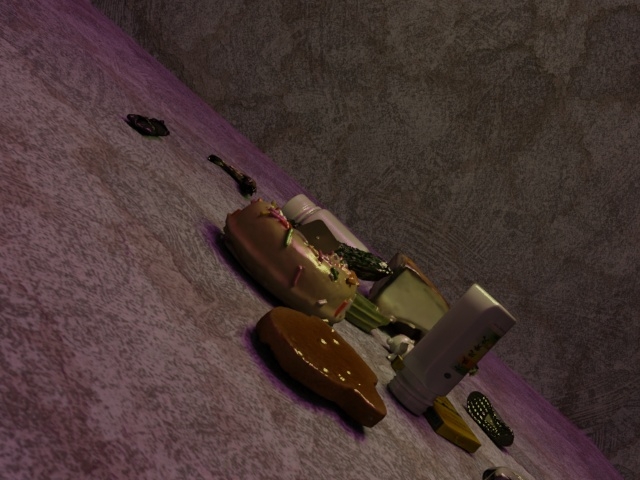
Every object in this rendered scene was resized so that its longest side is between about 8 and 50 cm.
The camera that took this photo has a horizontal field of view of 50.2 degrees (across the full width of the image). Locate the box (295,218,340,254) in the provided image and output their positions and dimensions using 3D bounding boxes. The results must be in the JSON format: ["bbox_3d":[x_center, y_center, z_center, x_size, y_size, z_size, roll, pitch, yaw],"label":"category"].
[{"bbox_3d":[-0.008,0.002,1.902,0.126,0.091,0.031,53,-22,34],"label":"box"}]

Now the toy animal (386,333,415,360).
[{"bbox_3d":[0.231,0.308,1.924,0.085,0.071,0.124,41,8,-13],"label":"toy animal"}]

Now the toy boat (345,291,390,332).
[{"bbox_3d":[0.076,0.168,1.919,0.276,0.084,0.111,41,5,-32],"label":"toy boat"}]

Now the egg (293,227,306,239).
[{"bbox_3d":[-0.088,0.016,1.843,0.103,0.103,0.135,36,4,-37],"label":"egg"}]

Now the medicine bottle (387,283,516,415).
[{"bbox_3d":[0.305,0.262,1.616,0.124,0.324,0.179,48,8,36],"label":"medicine bottle"}]

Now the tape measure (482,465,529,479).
[{"bbox_3d":[0.403,0.545,1.345,0.236,0.120,0.197,48,7,10],"label":"tape measure"}]

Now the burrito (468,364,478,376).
[{"bbox_3d":[0.392,0.346,2.387,0.175,0.107,0.347,18,18,-32],"label":"burrito"}]

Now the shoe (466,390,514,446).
[{"bbox_3d":[0.509,0.541,2.049,0.194,0.074,0.077,52,1,41],"label":"shoe"}]

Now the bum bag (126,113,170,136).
[{"bbox_3d":[-0.493,-0.336,1.980,0.087,0.049,0.197,37,9,1],"label":"bum bag"}]

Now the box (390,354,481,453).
[{"bbox_3d":[0.292,0.418,1.757,0.153,0.041,0.279,35,11,-31],"label":"box"}]

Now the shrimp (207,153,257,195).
[{"bbox_3d":[-0.299,-0.223,2.335,0.198,0.051,0.262,31,8,-20],"label":"shrimp"}]

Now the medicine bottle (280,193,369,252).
[{"bbox_3d":[0.000,0.000,2.106,0.293,0.170,0.170,45,9,18],"label":"medicine bottle"}]

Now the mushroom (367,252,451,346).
[{"bbox_3d":[0.306,0.205,2.286,0.314,0.224,0.397,39,8,-4],"label":"mushroom"}]

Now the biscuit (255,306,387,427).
[{"bbox_3d":[0.013,0.242,1.300,0.287,0.057,0.344,45,8,21],"label":"biscuit"}]

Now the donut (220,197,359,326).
[{"bbox_3d":[-0.057,0.056,1.618,0.371,0.150,0.307,38,9,-28],"label":"donut"}]

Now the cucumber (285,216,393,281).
[{"bbox_3d":[0.038,0.040,1.952,0.360,0.096,0.096,23,3,17],"label":"cucumber"}]
